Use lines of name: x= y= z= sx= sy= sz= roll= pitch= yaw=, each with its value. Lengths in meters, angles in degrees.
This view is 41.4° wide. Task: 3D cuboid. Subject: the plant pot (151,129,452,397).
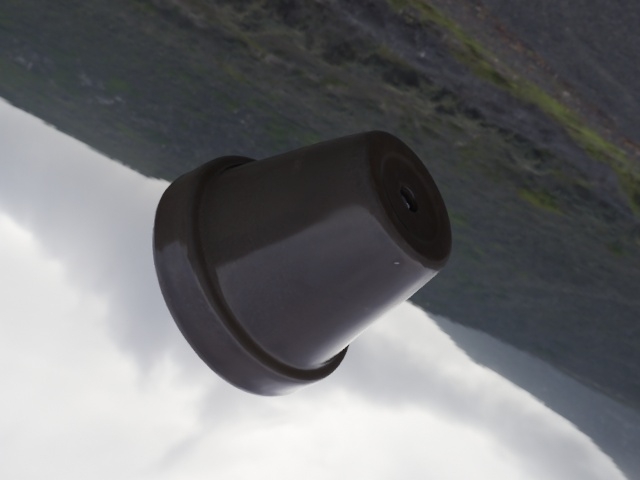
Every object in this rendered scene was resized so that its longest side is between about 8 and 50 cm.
plant pot: x=0.000 y=0.000 z=0.863 sx=0.263 sy=0.229 sz=0.263 roll=36 pitch=-140 yaw=-37
